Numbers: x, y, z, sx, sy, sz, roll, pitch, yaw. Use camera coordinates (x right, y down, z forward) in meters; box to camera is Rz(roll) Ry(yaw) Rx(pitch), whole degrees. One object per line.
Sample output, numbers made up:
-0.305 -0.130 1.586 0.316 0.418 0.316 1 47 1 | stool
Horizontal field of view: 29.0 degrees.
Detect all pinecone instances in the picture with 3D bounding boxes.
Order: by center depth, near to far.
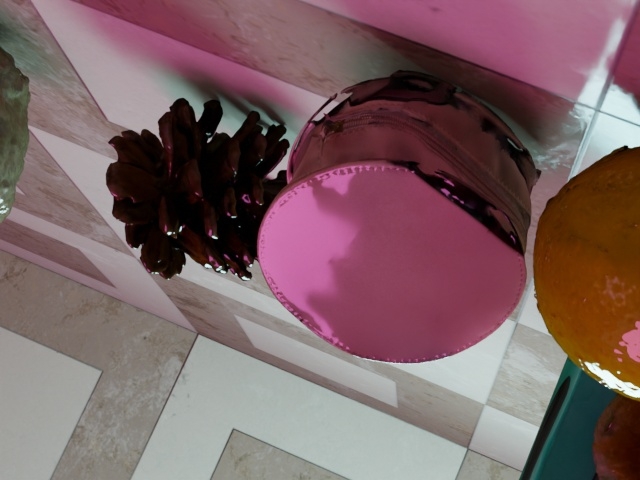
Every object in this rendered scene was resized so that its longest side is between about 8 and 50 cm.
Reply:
-0.098 -0.045 1.118 0.195 0.150 0.179 12 -149 -1 | pinecone

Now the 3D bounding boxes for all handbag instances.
0.059 -0.016 0.889 0.205 0.116 0.179 36 123 -25 | handbag

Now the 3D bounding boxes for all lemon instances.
0.222 0.020 0.788 0.173 0.173 0.206 36 179 -41 | lemon

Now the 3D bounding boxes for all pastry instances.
0.355 0.194 1.173 0.182 0.192 0.093 51 -161 12 | pastry

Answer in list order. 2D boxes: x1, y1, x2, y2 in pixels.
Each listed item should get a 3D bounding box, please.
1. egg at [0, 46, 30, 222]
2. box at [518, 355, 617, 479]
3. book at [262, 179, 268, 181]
-0.428 -0.122 1.211 0.279 0.279 0.310 10 152 47 | egg
0.315 0.271 1.295 0.205 0.311 0.118 24 172 7 | box
0.000 0.000 1.425 0.231 0.026 0.161 28 166 -19 | book
